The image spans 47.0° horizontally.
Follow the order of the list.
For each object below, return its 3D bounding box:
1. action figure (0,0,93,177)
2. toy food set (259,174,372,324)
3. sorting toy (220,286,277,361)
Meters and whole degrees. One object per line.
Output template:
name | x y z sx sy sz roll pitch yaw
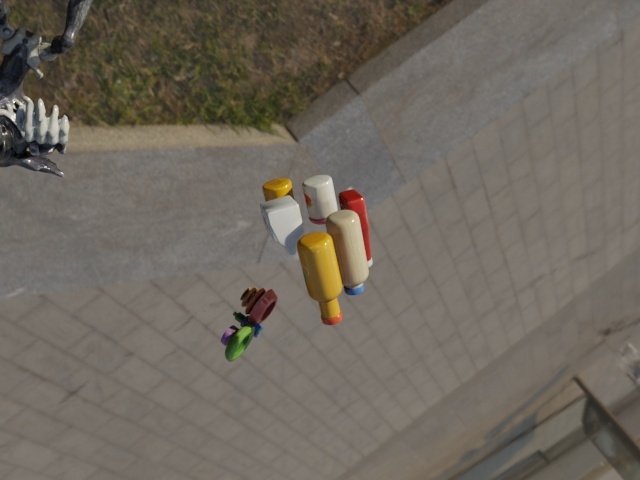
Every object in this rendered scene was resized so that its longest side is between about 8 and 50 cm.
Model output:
action figure | -0.283 -0.148 0.650 0.164 0.141 0.276 26 105 -13
toy food set | 0.000 0.000 0.895 0.111 0.232 0.105 -18 116 -13
sorting toy | -0.095 0.097 0.902 0.102 0.042 0.061 -53 166 -11
